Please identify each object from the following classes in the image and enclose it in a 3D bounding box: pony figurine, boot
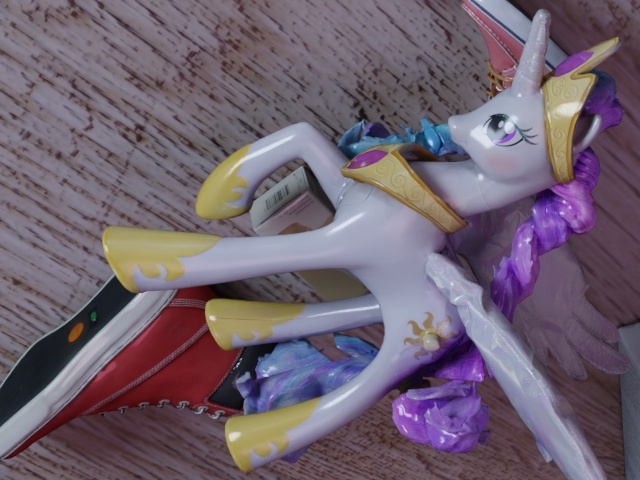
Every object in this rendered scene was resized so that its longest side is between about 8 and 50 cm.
[{"bbox_3d":[0.082,0.043,0.806,0.364,0.303,0.351,-20,116,16],"label":"pony figurine"},{"bbox_3d":[-0.160,0.135,0.961,0.244,0.088,0.176,-40,123,13],"label":"boot"}]

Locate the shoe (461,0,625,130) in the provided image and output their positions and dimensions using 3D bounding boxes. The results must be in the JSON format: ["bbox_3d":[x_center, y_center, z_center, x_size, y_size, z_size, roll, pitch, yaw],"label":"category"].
[{"bbox_3d":[0.150,-0.121,0.846,0.178,0.063,0.081,35,110,-31],"label":"shoe"}]

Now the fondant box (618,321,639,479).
[{"bbox_3d":[0.367,0.265,1.041,0.096,0.238,0.330,-14,125,1],"label":"fondant box"}]

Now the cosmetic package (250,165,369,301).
[{"bbox_3d":[0.000,0.000,0.918,0.060,0.041,0.115,-37,122,15],"label":"cosmetic package"}]
